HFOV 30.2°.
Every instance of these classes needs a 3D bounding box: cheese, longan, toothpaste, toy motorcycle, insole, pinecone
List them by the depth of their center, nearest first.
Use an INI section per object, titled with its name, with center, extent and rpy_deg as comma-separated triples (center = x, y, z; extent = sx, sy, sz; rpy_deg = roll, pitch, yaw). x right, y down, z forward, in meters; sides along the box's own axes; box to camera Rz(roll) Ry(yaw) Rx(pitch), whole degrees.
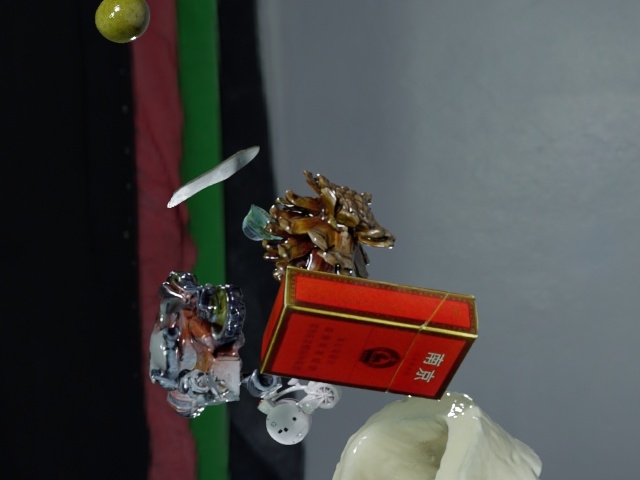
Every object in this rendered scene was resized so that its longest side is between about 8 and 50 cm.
[longan]
center = -0.269, -0.302, 1.599
extent = 0.075, 0.083, 0.075
rpy_deg = -6, -80, -34
[toy motorcycle]
center = -0.152, 0.156, 1.617
extent = 0.401, 0.134, 0.207
rpy_deg = 7, 91, 64
[cheese]
center = 0.139, 0.367, 1.664
extent = 0.153, 0.332, 0.292
rpy_deg = 39, -115, -19
[insole]
center = -0.147, -0.092, 1.664
extent = 0.188, 0.004, 0.064
rpy_deg = -34, -14, -42
[pinecone]
center = 0.002, -0.003, 1.704
extent = 0.179, 0.195, 0.150
rpy_deg = 42, -141, -14
[toothpaste]
center = -0.097, -0.025, 1.940
extent = 0.075, 0.048, 0.297
rpy_deg = 47, 174, -5

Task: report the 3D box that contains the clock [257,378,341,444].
[clock]
center = -0.031, 0.241, 1.748
extent = 0.087, 0.129, 0.041
rpy_deg = 49, -162, -3

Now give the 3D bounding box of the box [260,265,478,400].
[box]
center = 0.057, 0.118, 1.462
extent = 0.153, 0.239, 0.074
rpy_deg = 109, 166, -45
